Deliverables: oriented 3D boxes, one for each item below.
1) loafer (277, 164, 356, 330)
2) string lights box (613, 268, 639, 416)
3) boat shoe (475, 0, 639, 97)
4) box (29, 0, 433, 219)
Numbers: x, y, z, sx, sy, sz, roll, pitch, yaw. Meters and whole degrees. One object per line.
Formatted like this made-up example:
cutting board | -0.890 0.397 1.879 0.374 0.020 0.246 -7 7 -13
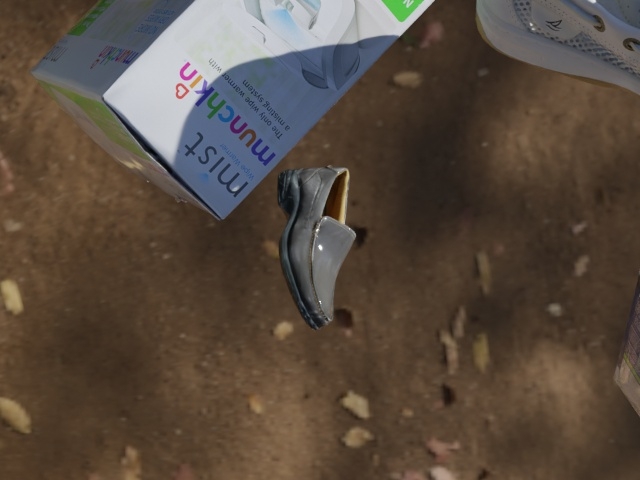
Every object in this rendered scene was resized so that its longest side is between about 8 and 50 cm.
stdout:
loafer | 0.000 0.000 1.259 0.062 0.061 0.170 55 24 -52
string lights box | 0.284 0.091 1.027 0.077 0.259 0.133 -29 66 -7
boat shoe | 0.227 -0.133 0.862 0.277 0.096 0.098 16 58 13
box | -0.070 -0.150 1.050 0.231 0.262 0.127 -46 113 -7
